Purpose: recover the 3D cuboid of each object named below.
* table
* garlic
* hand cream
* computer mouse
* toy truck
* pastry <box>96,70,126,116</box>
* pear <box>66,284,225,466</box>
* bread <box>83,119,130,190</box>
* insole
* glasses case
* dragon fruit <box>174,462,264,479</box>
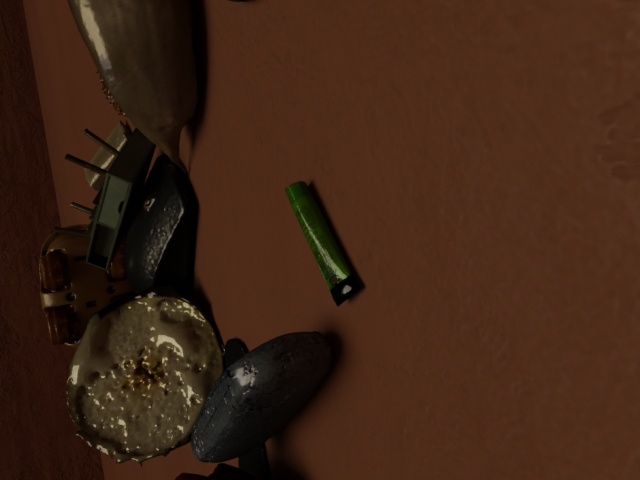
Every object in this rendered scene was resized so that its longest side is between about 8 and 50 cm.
[{"bbox_3d":[-0.373,-0.077,0.902,0.240,0.111,0.121,-54,19,42],"label":"table"},{"bbox_3d":[-0.226,-0.264,0.716,0.196,0.151,0.338,-154,48,-85],"label":"garlic"},{"bbox_3d":[0.000,0.000,0.490,0.036,0.023,0.122,-44,62,41],"label":"hand cream"},{"bbox_3d":[-0.283,0.000,0.896,0.168,0.087,0.295,55,139,41],"label":"computer mouse"},{"bbox_3d":[-0.560,0.107,1.272,0.212,0.204,0.288,5,103,61],"label":"toy truck"},{"bbox_3d":[-0.366,-0.280,0.975,0.169,0.063,0.087,46,133,45],"label":"pastry"},{"bbox_3d":[-0.260,0.225,0.852,0.178,0.267,0.267,82,163,-62],"label":"pear"},{"bbox_3d":[-0.427,-0.168,1.148,0.152,0.105,0.077,-44,55,17],"label":"bread"},{"bbox_3d":[-0.099,0.310,0.760,0.119,0.009,0.348,2,101,57],"label":"insole"},{"bbox_3d":[-0.072,0.180,0.579,0.067,0.109,0.282,62,145,23],"label":"glasses case"},{"bbox_3d":[-0.148,0.371,0.621,0.234,0.293,0.233,15,-90,-86],"label":"dragon fruit"}]
